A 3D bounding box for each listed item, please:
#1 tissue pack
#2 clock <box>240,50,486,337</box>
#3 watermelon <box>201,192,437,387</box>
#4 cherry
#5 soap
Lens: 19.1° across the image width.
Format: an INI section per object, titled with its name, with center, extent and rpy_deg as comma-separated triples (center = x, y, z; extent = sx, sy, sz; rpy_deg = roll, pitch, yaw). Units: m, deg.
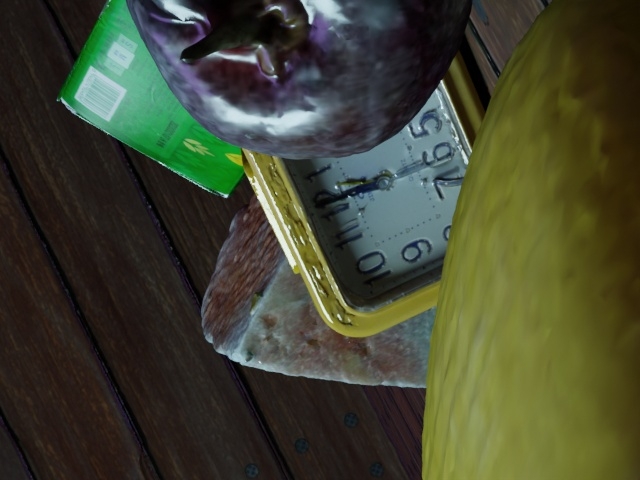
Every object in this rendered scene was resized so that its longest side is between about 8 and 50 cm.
[tissue pack]
center = -0.061, -0.155, 1.274
extent = 0.148, 0.156, 0.209
rpy_deg = 32, 150, -6
[clock]
center = 0.026, -0.058, 1.118
extent = 0.202, 0.143, 0.096
rpy_deg = 65, 177, -21
[watermelon]
center = 0.000, 0.000, 1.363
extent = 0.213, 0.201, 0.261
rpy_deg = -138, 30, -73
[cherry]
center = -0.012, -0.142, 0.937
extent = 0.195, 0.195, 0.195
rpy_deg = 62, 175, 10
[soap]
center = 0.101, 0.092, 0.675
extent = 0.427, 0.115, 0.306
rpy_deg = -92, 5, -51
